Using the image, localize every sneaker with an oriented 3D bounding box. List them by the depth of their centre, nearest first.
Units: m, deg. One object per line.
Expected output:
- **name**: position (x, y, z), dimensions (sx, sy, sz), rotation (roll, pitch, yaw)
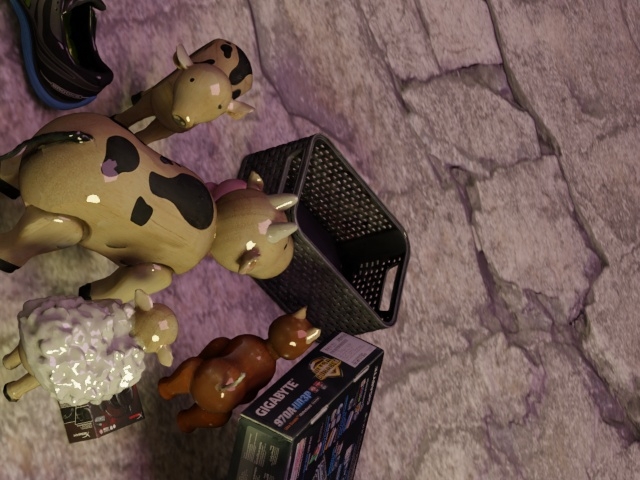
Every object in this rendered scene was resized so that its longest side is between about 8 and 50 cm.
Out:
- **sneaker**: position (-0.213, -0.200, 1.263), dimensions (0.067, 0.078, 0.188), rotation (-28, 100, -57)

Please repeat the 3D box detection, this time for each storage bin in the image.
- **storage bin**: position (0.000, 0.000, 1.505), dimensions (0.180, 0.084, 0.122), rotation (49, 40, -37)

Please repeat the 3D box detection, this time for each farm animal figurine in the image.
- **farm animal figurine**: position (-0.112, -0.031, 1.226), dimensions (0.327, 0.172, 0.330), rotation (11, 58, -51)

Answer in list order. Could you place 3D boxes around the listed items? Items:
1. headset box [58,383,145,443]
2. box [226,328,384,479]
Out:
- **headset box**: position (-0.177, 0.109, 1.235), dimensions (0.062, 0.032, 0.083), rotation (-16, 92, -58)
- **box**: position (-0.023, 0.205, 1.308), dimensions (0.175, 0.051, 0.220), rotation (-37, 145, -56)
